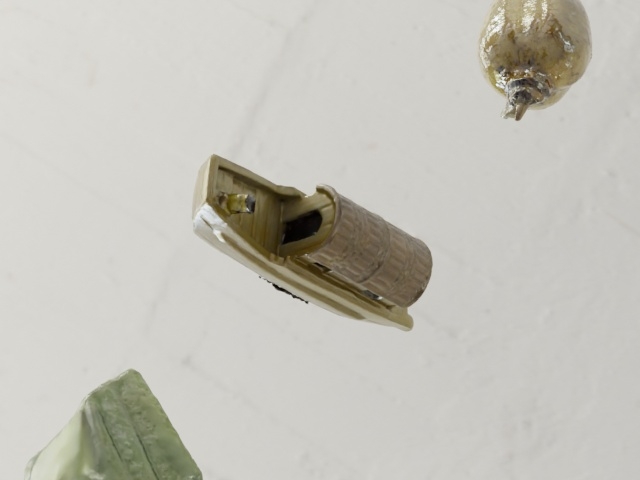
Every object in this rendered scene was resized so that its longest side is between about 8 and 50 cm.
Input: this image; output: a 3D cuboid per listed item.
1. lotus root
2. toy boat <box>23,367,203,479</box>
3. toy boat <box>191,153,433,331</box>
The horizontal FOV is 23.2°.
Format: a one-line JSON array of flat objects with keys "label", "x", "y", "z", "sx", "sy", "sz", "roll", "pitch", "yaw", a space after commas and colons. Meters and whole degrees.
[{"label": "lotus root", "x": 0.135, "y": -0.121, "z": 0.983, "sx": 0.072, "sy": 0.152, "sz": 0.063, "roll": 6, "pitch": -50, "yaw": 11}, {"label": "toy boat", "x": -0.038, "y": 0.180, "z": 0.578, "sx": 0.093, "sy": 0.055, "sz": 0.293, "roll": -45, "pitch": -117, "yaw": 27}, {"label": "toy boat", "x": 0.000, "y": 0.000, "z": 1.072, "sx": 0.088, "sy": 0.226, "sz": 0.068, "roll": -15, "pitch": -122, "yaw": 37}]
